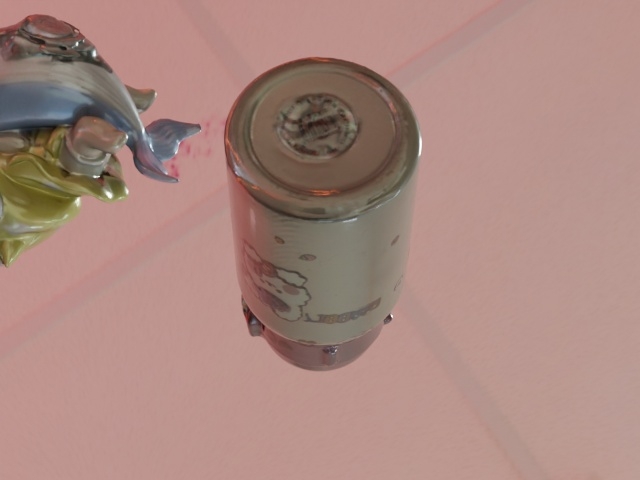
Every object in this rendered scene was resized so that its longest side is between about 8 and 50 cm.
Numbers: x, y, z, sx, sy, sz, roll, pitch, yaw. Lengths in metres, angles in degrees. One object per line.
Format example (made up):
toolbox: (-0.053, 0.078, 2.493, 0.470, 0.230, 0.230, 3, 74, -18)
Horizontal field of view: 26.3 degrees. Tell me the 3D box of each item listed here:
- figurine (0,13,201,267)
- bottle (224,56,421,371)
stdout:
figurine: (-0.192, -0.065, 0.947, 0.208, 0.128, 0.184, 9, -62, 2)
bottle: (0.000, 0.000, 0.828, 0.110, 0.233, 0.110, 1, -120, -1)
